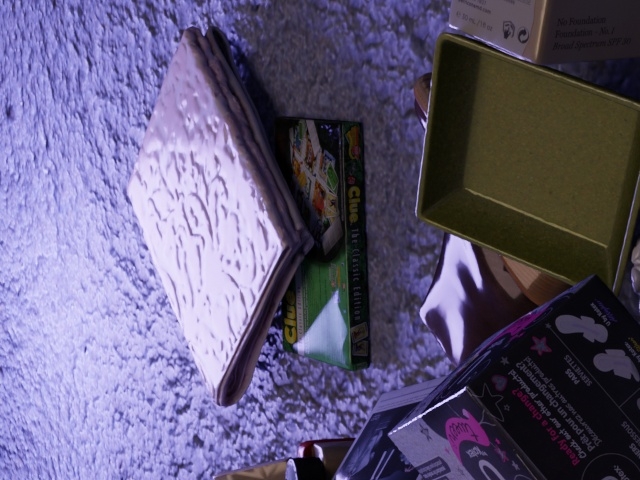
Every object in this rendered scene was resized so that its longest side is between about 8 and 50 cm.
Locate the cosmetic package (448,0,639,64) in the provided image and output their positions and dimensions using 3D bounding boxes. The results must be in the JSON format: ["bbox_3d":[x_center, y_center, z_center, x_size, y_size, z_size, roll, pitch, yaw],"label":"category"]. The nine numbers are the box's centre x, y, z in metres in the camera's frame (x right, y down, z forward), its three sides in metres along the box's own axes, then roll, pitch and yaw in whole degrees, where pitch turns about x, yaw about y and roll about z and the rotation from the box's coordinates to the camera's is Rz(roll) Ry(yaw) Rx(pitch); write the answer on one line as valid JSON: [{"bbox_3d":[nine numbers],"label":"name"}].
[{"bbox_3d":[0.208,-0.297,1.180,0.113,0.160,0.309,35,126,47],"label":"cosmetic package"}]

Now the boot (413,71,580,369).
[{"bbox_3d":[0.127,-0.005,1.424,0.248,0.090,0.207,54,135,29],"label":"boot"}]

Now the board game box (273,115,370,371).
[{"bbox_3d":[0.000,0.000,1.678,0.136,0.030,0.259,11,106,53],"label":"board game box"}]

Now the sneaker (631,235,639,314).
[{"bbox_3d":[0.288,0.069,1.227,0.071,0.068,0.170,-9,92,44],"label":"sneaker"}]

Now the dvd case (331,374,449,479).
[{"bbox_3d":[0.061,0.229,1.483,0.029,0.238,0.179,43,148,-15],"label":"dvd case"}]

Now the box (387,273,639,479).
[{"bbox_3d":[0.174,0.152,1.236,0.163,0.142,0.247,49,161,4],"label":"box"}]

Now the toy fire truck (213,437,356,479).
[{"bbox_3d":[-0.014,0.315,1.688,0.246,0.159,0.217,180,88,-76],"label":"toy fire truck"}]

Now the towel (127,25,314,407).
[{"bbox_3d":[-0.122,-0.027,1.812,0.331,0.053,0.317,65,147,31],"label":"towel"}]

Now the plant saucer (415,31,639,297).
[{"bbox_3d":[0.175,-0.067,1.261,0.188,0.045,0.188,24,133,23],"label":"plant saucer"}]
